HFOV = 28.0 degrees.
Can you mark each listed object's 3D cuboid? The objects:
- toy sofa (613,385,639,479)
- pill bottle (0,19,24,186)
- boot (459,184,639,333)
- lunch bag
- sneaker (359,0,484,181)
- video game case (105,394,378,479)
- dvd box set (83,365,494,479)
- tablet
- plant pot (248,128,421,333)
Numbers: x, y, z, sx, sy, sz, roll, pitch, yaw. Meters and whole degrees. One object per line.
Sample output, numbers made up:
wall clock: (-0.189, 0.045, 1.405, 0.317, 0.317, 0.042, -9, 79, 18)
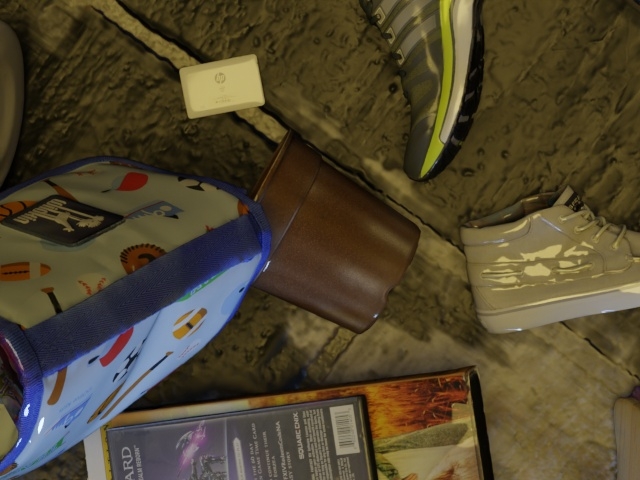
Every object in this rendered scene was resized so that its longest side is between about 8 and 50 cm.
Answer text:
toy sofa: (0.397, 0.325, 1.288, 0.150, 0.177, 0.363, -1, 96, -19)
pill bottle: (-0.498, -0.151, 1.282, 0.361, 0.204, 0.204, 10, 97, 5)
boot: (0.268, 0.003, 1.275, 0.258, 0.095, 0.123, -15, 101, 8)
lunch bag: (-0.264, 0.079, 1.153, 0.385, 0.328, 0.239, -22, 97, 41)
sneaker: (0.099, -0.208, 1.277, 0.121, 0.111, 0.300, 5, 91, 15)
video game case: (-0.073, 0.266, 1.269, 0.274, 0.026, 0.196, -10, 86, 18)
dvd box set: (-0.027, 0.302, 1.299, 0.420, 0.062, 0.308, -8, 87, 17)
tablet: (-0.103, -0.161, 1.341, 0.083, 0.006, 0.054, -10, 95, 6)
plant pot: (0.000, 0.000, 1.277, 0.165, 0.167, 0.167, 29, 98, -5)
